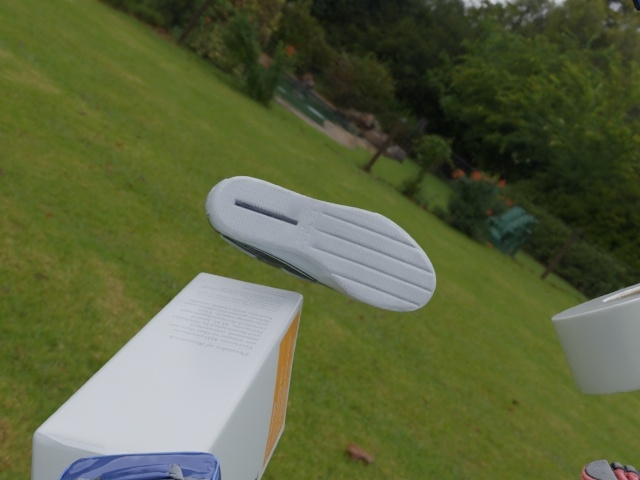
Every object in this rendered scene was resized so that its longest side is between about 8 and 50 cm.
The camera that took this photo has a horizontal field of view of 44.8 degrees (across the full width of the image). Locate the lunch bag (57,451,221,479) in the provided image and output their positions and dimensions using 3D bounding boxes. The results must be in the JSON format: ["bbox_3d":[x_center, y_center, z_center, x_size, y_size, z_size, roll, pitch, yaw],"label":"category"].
[{"bbox_3d":[-0.090,0.145,0.392,0.099,0.065,0.067,-5,23,5],"label":"lunch bag"}]

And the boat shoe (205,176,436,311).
[{"bbox_3d":[0.000,0.000,1.080,0.335,0.121,0.119,26,-9,-10],"label":"boat shoe"}]

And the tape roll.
[{"bbox_3d":[0.434,0.095,0.939,0.286,0.286,0.100,3,68,-70],"label":"tape roll"}]

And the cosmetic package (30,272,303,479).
[{"bbox_3d":[-0.155,0.224,0.918,0.162,0.229,0.453,12,19,8],"label":"cosmetic package"}]

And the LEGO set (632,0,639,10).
[{"bbox_3d":[0.310,-0.289,0.573,0.183,0.244,0.060,6,41,8],"label":"LEGO set"}]

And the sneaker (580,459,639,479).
[{"bbox_3d":[0.599,0.483,1.355,0.314,0.136,0.116,12,12,5],"label":"sneaker"}]
